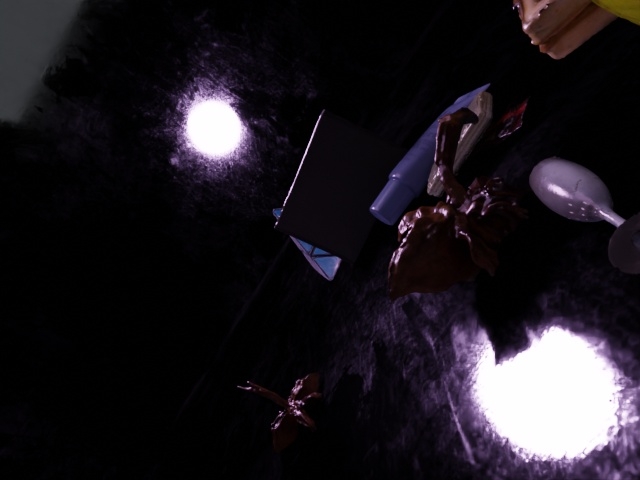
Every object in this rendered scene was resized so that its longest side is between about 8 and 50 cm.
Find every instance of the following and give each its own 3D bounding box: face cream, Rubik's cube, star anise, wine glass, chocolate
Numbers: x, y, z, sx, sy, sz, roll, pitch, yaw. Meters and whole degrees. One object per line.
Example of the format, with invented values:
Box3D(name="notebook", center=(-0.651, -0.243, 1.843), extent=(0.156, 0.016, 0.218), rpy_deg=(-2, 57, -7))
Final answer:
Box3D(name="face cream", center=(0.255, -0.206, 0.999), extent=(0.385, 0.086, 0.135), rpy_deg=(-53, 13, -4))
Box3D(name="Rubik's cube", center=(0.001, -0.002, 1.403), extent=(0.228, 0.234, 0.228), rpy_deg=(-1, 4, 36))
Box3D(name="star anise", center=(-0.079, 0.320, 0.842), extent=(0.140, 0.144, 0.158), rpy_deg=(-43, 14, 25))
Box3D(name="star anise", center=(0.199, -0.056, 0.627), extent=(0.237, 0.148, 0.347), rpy_deg=(-27, 42, 67))
Box3D(name="wine glass", center=(0.277, -0.038, 0.436), extent=(0.066, 0.066, 0.198), rpy_deg=(-53, 11, 22))
Box3D(name="chocolate", center=(0.321, -0.197, 0.797), extent=(0.086, 0.028, 0.182), rpy_deg=(-63, 12, -23))

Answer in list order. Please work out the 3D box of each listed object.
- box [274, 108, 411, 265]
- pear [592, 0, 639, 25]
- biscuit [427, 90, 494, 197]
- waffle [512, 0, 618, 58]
Box3D(name="box", center=(0.053, -0.157, 1.178), extent=(0.204, 0.251, 0.345), rpy_deg=(-86, 21, -71))
Box3D(name="pear", center=(0.322, -0.302, 0.215), extent=(0.391, 0.390, 0.391), rpy_deg=(-55, 10, 15))
Box3D(name="biscuit", center=(0.277, -0.192, 0.845), extent=(0.121, 0.040, 0.199), rpy_deg=(-63, -2, -46))
Box3D(name="waffle", center=(0.458, -0.524, 0.701), extent=(0.261, 0.113, 0.377), rpy_deg=(-42, 29, 54))
